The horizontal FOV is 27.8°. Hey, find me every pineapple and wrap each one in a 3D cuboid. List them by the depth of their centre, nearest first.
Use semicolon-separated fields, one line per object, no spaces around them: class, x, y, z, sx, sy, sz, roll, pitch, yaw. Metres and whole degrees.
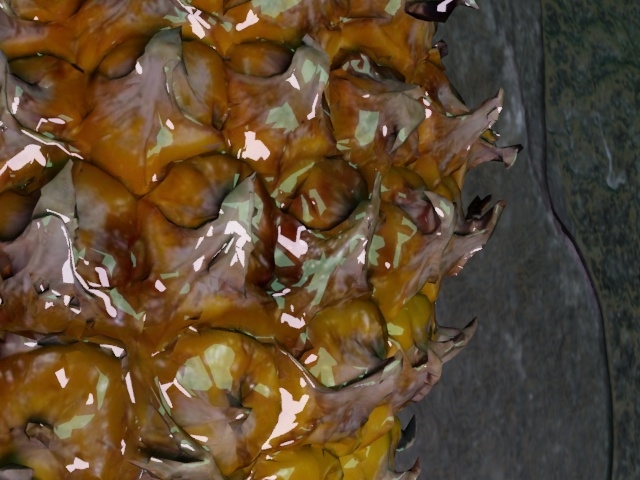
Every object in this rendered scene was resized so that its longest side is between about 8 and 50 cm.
pineapple;-0.097;0.008;0.598;0.352;0.352;0.300;43;56;-34
